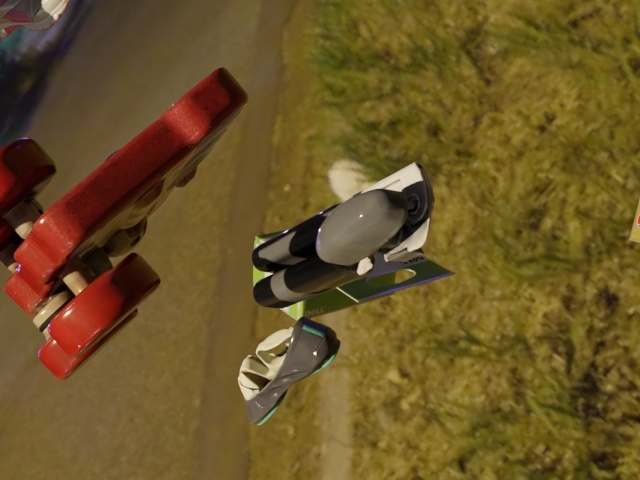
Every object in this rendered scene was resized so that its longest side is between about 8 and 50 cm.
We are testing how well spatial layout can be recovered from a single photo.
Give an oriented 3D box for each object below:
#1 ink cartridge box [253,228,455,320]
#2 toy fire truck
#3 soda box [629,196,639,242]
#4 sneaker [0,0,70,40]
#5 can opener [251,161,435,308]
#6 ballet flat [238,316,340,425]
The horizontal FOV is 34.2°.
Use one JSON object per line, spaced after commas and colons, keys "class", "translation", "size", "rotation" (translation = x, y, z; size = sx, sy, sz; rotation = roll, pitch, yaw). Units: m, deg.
{"class": "ink cartridge box", "translation": [0.044, 0.061, 1.558], "size": [0.255, 0.189, 0.097], "rotation": [30, 125, 47]}
{"class": "toy fire truck", "translation": [-0.192, -0.024, 0.960], "size": [0.254, 0.169, 0.302], "rotation": [-42, 1, -24]}
{"class": "soda box", "translation": [0.377, -0.013, 0.966], "size": [0.058, 0.181, 0.061], "rotation": [21, 102, 59]}
{"class": "sneaker", "translation": [-0.468, -0.382, 1.586], "size": [0.252, 0.111, 0.103], "rotation": [-10, 52, 32]}
{"class": "can opener", "translation": [0.000, 0.000, 0.955], "size": [0.283, 0.095, 0.076], "rotation": [-26, 63, 53]}
{"class": "ballet flat", "translation": [-0.052, 0.150, 1.225], "size": [0.203, 0.074, 0.074], "rotation": [-47, 18, 44]}
